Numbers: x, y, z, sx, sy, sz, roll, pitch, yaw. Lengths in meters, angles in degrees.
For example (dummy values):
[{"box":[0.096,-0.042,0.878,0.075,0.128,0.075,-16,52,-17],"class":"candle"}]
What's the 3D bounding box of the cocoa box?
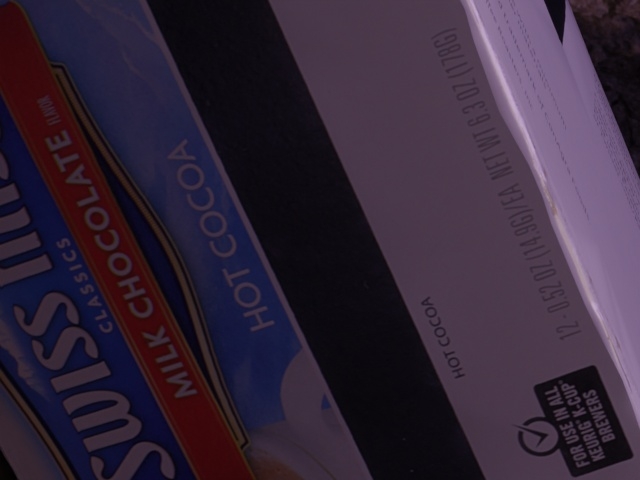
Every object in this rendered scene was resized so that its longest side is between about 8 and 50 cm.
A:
[{"box":[0.000,0.000,0.715,0.231,0.228,0.347,-69,137,-66],"class":"cocoa box"}]
